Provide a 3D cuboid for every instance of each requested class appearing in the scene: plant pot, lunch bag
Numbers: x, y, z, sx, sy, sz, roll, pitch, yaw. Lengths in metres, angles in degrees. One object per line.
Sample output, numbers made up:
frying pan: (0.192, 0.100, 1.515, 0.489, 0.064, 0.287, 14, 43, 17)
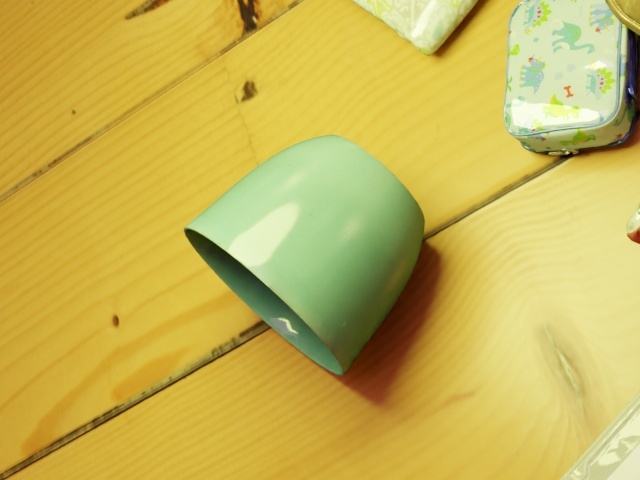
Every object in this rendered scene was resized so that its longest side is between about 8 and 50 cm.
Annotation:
plant pot: (0.000, 0.000, 1.773, 0.293, 0.293, 0.235, 34, 75, 37)
lunch bag: (0.341, -0.227, 1.753, 0.176, 0.090, 0.219, -6, 68, 31)

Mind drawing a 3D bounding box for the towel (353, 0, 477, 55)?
towel: (0.145, -0.492, 1.989, 0.374, 0.090, 0.321, 42, 99, 36)

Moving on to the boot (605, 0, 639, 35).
boot: (0.447, -0.302, 1.637, 0.112, 0.115, 0.305, -17, 52, -11)

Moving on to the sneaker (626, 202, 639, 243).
sneaker: (0.452, -0.090, 1.642, 0.092, 0.088, 0.225, 30, 79, 41)

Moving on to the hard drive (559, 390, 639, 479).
hard drive: (0.390, 0.334, 1.520, 0.339, 0.064, 0.237, -50, 53, 7)
